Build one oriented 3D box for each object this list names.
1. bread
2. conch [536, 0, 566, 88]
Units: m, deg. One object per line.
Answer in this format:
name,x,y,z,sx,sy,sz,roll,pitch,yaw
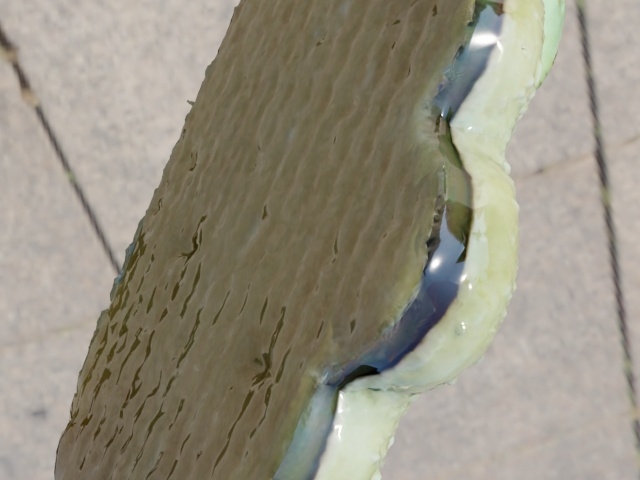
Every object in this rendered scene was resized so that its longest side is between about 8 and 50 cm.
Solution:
bread,0.000,0.000,0.641,0.056,0.207,0.287,23,93,-33
conch,0.206,-0.190,1.814,0.079,0.170,0.106,1,141,14
